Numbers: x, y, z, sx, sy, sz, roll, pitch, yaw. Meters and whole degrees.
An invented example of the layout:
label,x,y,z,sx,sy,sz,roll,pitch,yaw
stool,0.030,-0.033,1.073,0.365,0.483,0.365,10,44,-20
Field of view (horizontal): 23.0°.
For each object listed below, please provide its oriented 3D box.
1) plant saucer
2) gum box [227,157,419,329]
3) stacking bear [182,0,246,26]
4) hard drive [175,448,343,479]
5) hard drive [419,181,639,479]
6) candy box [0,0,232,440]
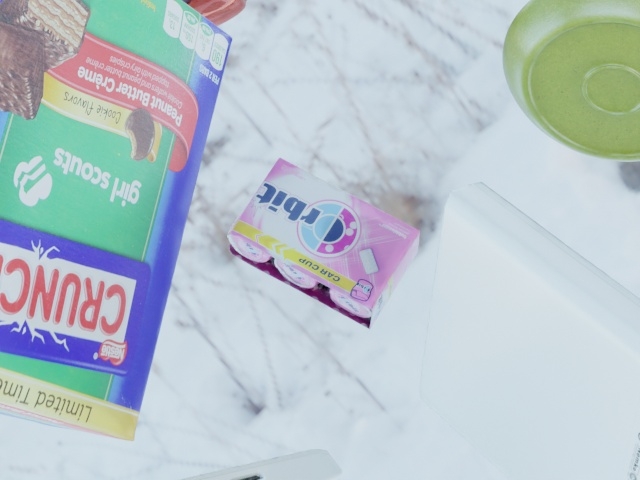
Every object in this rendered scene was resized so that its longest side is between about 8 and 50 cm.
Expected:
label,x,y,z,sx,sy,sz,roll,pitch,yaw
plant saucer,0.298,-0.160,1.578,0.241,0.241,0.037,-12,40,33
gum box,0.000,0.000,1.706,0.188,0.062,0.107,28,69,13
stacking bear,-0.218,-0.347,1.745,0.164,0.289,0.175,-26,71,11
hard drive,-0.121,0.321,1.415,0.040,0.203,0.307,50,127,31
hard drive,0.216,0.137,1.257,0.047,0.233,0.353,-22,44,-31
candy box,-0.208,-0.045,1.071,0.122,0.268,0.317,8,79,31
